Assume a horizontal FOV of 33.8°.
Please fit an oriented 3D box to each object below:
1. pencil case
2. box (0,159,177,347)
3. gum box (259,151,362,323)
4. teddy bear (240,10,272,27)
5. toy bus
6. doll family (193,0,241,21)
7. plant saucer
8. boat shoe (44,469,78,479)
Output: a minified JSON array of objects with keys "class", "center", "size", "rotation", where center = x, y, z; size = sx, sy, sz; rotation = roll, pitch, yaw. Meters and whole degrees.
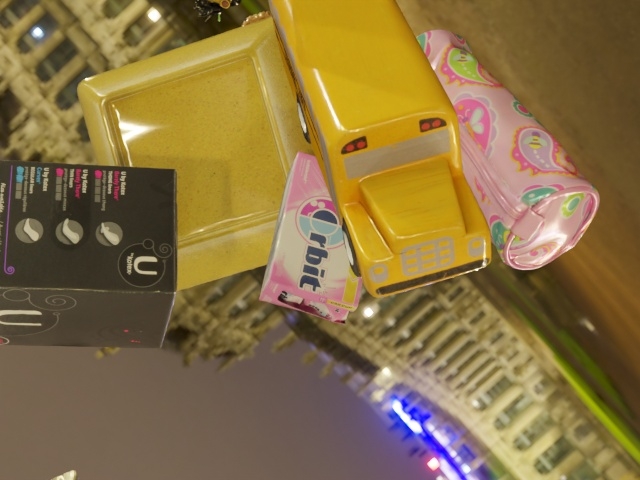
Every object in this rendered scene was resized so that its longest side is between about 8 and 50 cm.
[{"class":"pencil case","center":[0.168,-0.102,1.103],"size":[0.284,0.124,0.124],"rotation":[58,-171,34]},{"class":"box","center":[-0.287,0.017,1.070],"size":[0.165,0.270,0.143],"rotation":[117,152,-62]},{"class":"gum box","center":[0.000,0.000,1.249],"size":[0.107,0.188,0.062],"rotation":[16,152,-8]},{"class":"teddy bear","center":[0.030,-0.253,1.549],"size":[0.338,0.245,0.113],"rotation":[34,175,5]},{"class":"toy bus","center":[0.042,-0.111,0.897],"size":[0.333,0.108,0.130],"rotation":[-109,6,-45]},{"class":"doll family","center":[-0.145,-0.317,1.255],"size":[0.111,0.076,0.193],"rotation":[7,-148,-36]},{"class":"plant saucer","center":[-0.159,-0.115,1.449],"size":[0.081,0.332,0.333],"rotation":[0,-107,-81]},{"class":"boat shoe","center":[-0.415,0.426,1.661],"size":[0.223,0.073,0.080],"rotation":[-150,46,-77]}]
